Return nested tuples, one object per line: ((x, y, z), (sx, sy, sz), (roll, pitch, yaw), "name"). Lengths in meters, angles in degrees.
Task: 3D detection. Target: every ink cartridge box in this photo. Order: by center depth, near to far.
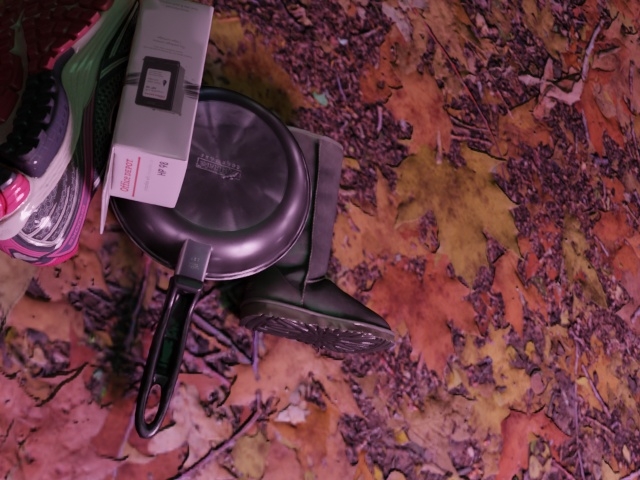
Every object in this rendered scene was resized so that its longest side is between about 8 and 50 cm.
((-0.136, -0.097, 0.710), (0.060, 0.104, 0.180), (11, 69, -12), "ink cartridge box")

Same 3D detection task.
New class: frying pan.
((-0.131, -0.014, 0.769), (0.197, 0.053, 0.326), (38, 63, -5), "frying pan")

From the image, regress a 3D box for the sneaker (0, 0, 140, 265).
((-0.220, -0.119, 0.714), (0.112, 0.120, 0.299), (65, 30, -50), "sneaker")

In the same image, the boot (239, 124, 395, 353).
((0.002, 0.000, 0.878), (0.189, 0.076, 0.209), (21, 58, -32), "boot")
